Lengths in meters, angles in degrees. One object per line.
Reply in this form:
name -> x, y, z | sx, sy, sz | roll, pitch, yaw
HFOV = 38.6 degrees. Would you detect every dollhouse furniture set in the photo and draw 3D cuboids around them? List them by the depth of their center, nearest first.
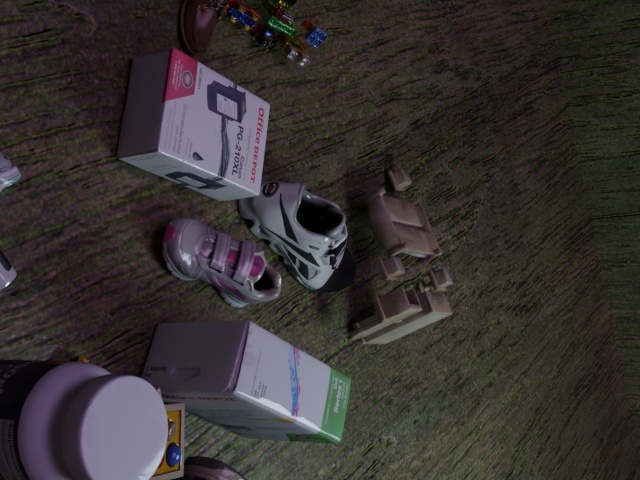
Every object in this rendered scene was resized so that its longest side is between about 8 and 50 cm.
dollhouse furniture set -> 0.110, 0.021, 1.891 | 0.303, 0.174, 0.355 | 11, 55, -60

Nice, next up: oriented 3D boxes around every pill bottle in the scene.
pill bottle -> -0.327, 0.224, 1.094 | 0.162, 0.278, 0.162 | 10, 78, -54

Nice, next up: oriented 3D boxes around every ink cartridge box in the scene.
ink cartridge box -> -0.114, 0.228, 1.449 | 0.278, 0.201, 0.117 | 37, 57, -45
ink cartridge box -> -0.197, -0.179, 1.471 | 0.237, 0.100, 0.172 | 23, 69, -50

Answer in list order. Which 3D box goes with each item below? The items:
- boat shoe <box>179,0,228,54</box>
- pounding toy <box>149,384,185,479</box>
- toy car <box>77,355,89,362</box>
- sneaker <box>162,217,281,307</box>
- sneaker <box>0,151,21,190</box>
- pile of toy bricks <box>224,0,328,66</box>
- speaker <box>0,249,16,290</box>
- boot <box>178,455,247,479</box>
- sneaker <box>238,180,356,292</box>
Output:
boat shoe -> -0.190, -0.398, 1.540 | 0.064, 0.060, 0.178 | 32, 61, -48
pounding toy -> -0.247, 0.278, 1.324 | 0.130, 0.100, 0.141 | 17, 73, -68
toy car -> -0.321, 0.227, 1.295 | 0.040, 0.060, 0.122 | 53, 44, -82
sneaker -> -0.152, 0.032, 1.498 | 0.252, 0.111, 0.103 | 33, 60, -47
sneaker -> -0.440, -0.084, 1.185 | 0.069, 0.038, 0.098 | 60, 33, -28
pile of toy bricks -> -0.083, -0.422, 1.672 | 0.212, 0.118, 0.105 | 23, 35, -41
speaker -> -0.444, 0.003, 1.151 | 0.055, 0.055, 0.136 | -54, 127, -42
boot -> -0.144, 0.555, 1.424 | 0.377, 0.138, 0.284 | 56, 44, -28
sneaker -> 0.000, 0.000, 1.686 | 0.330, 0.146, 0.122 | 41, 53, -45
